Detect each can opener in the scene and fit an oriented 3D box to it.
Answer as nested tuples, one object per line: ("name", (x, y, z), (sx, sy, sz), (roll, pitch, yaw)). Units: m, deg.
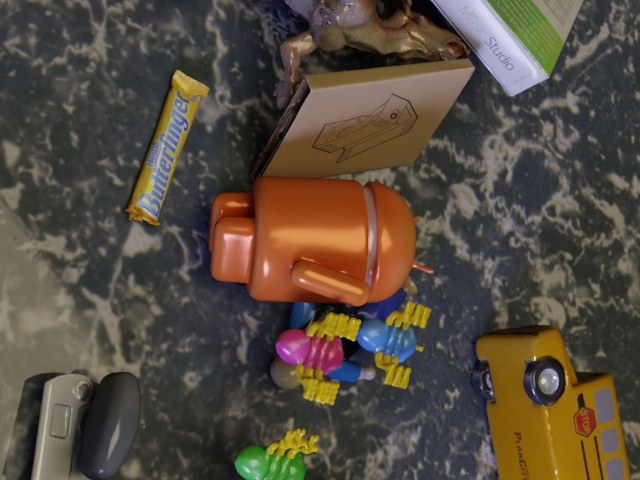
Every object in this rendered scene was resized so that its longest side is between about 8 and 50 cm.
("can opener", (-0.229, 0.253, 1.184), (0.074, 0.093, 0.280), (20, 71, -40))

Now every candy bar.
("candy bar", (-0.154, -0.090, 1.303), (0.040, 0.018, 0.161), (25, 73, -26))

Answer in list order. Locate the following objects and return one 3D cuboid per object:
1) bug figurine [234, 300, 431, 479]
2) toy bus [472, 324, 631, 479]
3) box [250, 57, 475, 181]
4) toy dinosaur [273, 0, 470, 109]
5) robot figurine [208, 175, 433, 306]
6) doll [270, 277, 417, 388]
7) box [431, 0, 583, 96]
("bug figurine", (0.010, 0.177, 1.297), (0.216, 0.072, 0.279), (26, 82, -51))
("toy bus", (0.274, 0.258, 1.477), (0.130, 0.108, 0.332), (-12, 93, -31))
("box", (0.043, -0.121, 1.344), (0.201, 0.164, 0.021), (-10, 62, -31))
("toy dinosaur", (0.004, -0.268, 1.333), (0.295, 0.127, 0.200), (57, 43, -10))
("robot figurine", (0.000, 0.002, 1.303), (0.220, 0.158, 0.128), (2, 87, -10))
("doll", (0.022, 0.093, 1.377), (0.189, 0.046, 0.129), (-39, 107, -27))
("box", (0.201, -0.335, 1.439), (0.232, 0.058, 0.322), (48, 42, -16))
